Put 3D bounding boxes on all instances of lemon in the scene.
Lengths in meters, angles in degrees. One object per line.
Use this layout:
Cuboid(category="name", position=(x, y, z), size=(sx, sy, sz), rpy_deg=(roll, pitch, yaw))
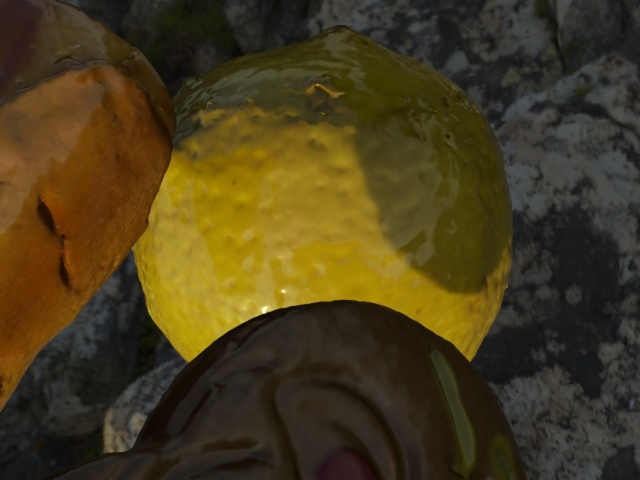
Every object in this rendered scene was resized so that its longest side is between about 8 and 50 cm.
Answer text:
Cuboid(category="lemon", position=(0.000, 0.000, 0.786), size=(0.350, 0.350, 0.387), rpy_deg=(10, 109, 25))

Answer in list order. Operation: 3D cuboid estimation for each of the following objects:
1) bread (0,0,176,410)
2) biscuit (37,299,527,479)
Cuboid(category="bread", position=(-0.224, 0.015, 0.520), size=(0.149, 0.195, 0.344), rpy_deg=(33, 71, 12))
Cuboid(category="biscuit", position=(-0.007, 0.210, 0.437), size=(0.070, 0.350, 0.394), rpy_deg=(-18, 48, 47))
